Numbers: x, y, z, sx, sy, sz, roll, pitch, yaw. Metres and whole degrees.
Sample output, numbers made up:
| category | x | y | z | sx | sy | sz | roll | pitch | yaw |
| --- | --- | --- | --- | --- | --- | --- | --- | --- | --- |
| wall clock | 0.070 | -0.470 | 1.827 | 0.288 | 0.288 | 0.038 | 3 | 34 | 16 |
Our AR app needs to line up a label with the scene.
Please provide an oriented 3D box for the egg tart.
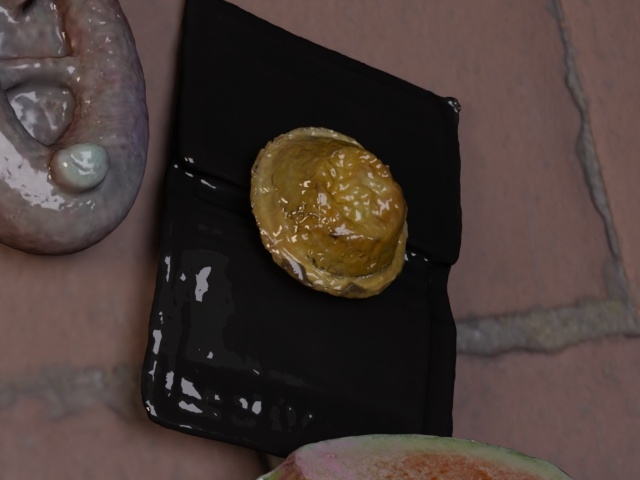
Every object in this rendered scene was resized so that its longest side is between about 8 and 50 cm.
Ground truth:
| category | x | y | z | sx | sy | sz | roll | pitch | yaw |
| --- | --- | --- | --- | --- | --- | --- | --- | --- | --- |
| egg tart | 0.013 | -0.023 | 0.969 | 0.128 | 0.049 | 0.129 | 16 | 59 | -28 |

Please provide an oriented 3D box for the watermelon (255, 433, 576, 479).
| category | x | y | z | sx | sy | sz | roll | pitch | yaw |
| --- | --- | --- | --- | --- | --- | --- | --- | --- | --- |
| watermelon | 0.009 | 0.246 | 0.877 | 0.321 | 0.175 | 0.188 | -14 | 127 | -32 |

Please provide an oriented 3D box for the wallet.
| category | x | y | z | sx | sy | sz | roll | pitch | yaw |
| --- | --- | --- | --- | --- | --- | --- | --- | --- | --- |
| wallet | 0.000 | 0.000 | 1.005 | 0.247 | 0.041 | 0.323 | 20 | 60 | -29 |

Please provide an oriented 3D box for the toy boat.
| category | x | y | z | sx | sy | sz | roll | pitch | yaw |
| --- | --- | --- | --- | --- | --- | --- | --- | --- | --- |
| toy boat | -0.174 | -0.103 | 0.890 | 0.155 | 0.085 | 0.228 | -5 | 76 | -37 |
